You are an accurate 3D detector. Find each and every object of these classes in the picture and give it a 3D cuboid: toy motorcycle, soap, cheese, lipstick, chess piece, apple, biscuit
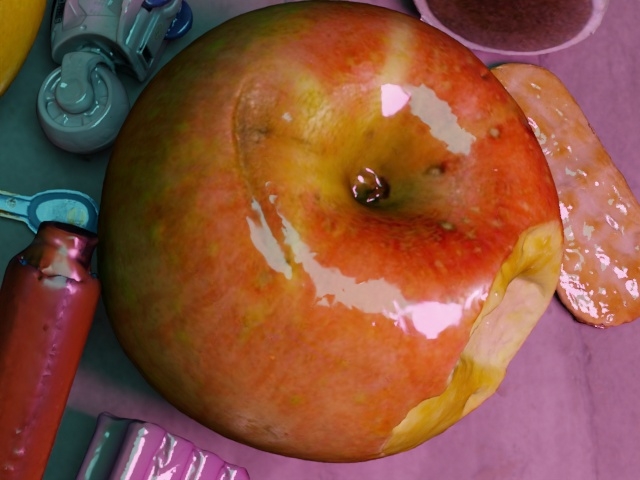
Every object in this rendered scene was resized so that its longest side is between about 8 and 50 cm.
[{"bbox_3d":[-0.162,-0.188,1.363,0.112,0.112,0.254,26,75,-8],"label":"toy motorcycle"},{"bbox_3d":[-0.141,0.240,1.265,0.122,0.065,0.203,35,68,-36],"label":"soap"},{"bbox_3d":[-0.222,-0.023,1.345,0.111,0.017,0.047,14,72,-12],"label":"cheese"},{"bbox_3d":[-0.232,0.190,1.194,0.077,0.077,0.418,16,96,-11],"label":"lipstick"},{"bbox_3d":[0.180,-0.318,1.461,0.176,0.176,0.298,20,61,-10],"label":"chess piece"},{"bbox_3d":[0.000,0.000,1.250,0.340,0.339,0.339,3,78,-14],"label":"apple"},{"bbox_3d":[0.208,-0.041,1.458,0.118,0.029,0.247,-32,88,-19],"label":"biscuit"}]

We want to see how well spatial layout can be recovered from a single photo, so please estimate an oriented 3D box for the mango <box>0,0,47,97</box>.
[{"bbox_3d":[-0.312,-0.161,1.282,0.185,0.149,0.273,24,79,-16],"label":"mango"}]
